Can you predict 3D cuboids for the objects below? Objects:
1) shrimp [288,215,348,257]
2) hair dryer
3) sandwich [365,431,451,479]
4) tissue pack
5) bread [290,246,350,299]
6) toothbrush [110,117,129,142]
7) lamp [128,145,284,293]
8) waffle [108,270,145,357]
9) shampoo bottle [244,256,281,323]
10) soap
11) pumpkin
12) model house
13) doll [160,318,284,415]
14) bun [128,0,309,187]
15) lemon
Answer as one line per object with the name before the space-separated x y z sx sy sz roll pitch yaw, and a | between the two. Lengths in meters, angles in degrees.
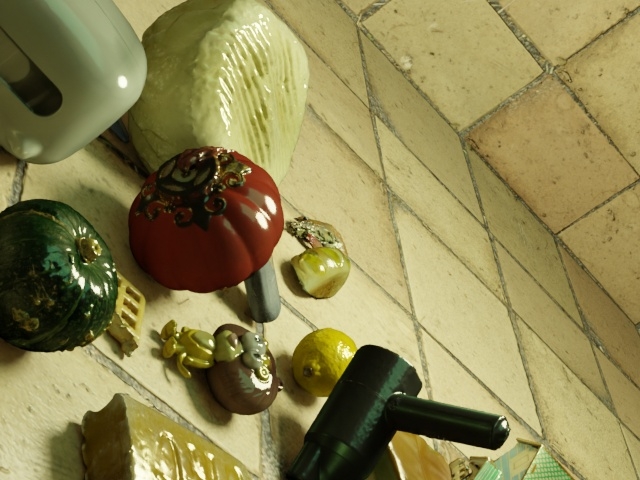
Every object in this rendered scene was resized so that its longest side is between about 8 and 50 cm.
shrimp | 0.000 0.000 2.554 0.190 0.042 0.101 31 38 -51
hair dryer | 0.117 0.286 1.951 0.116 0.302 0.244 54 55 -36
sandwich | 0.138 0.398 2.130 0.220 0.108 0.186 33 29 -49
tissue pack | -0.394 -0.265 1.792 0.333 0.229 0.236 48 19 -18
bread | 0.004 0.050 2.412 0.157 0.094 0.083 -3 64 -58
toothbrush | -0.406 -0.326 2.154 0.413 0.042 0.035 59 20 6
lamp | -0.165 -0.032 1.953 0.227 0.227 0.227 46 22 -24
waffle | -0.305 0.055 1.786 0.191 0.032 0.125 43 25 -26
shampoo bottle | -0.102 0.012 2.122 0.087 0.049 0.234 -83 166 -61
soap | -0.164 0.300 1.631 0.257 0.080 0.160 37 27 -40
pumpkin | -0.317 0.043 1.599 0.190 0.146 0.190 27 56 -49
model house | 0.330 0.437 2.359 0.178 0.206 0.271 50 21 -14
doll | -0.130 0.173 1.907 0.188 0.096 0.145 13 37 -48
bun | -0.173 -0.227 2.188 0.352 0.227 0.349 -54 144 -43
lemon | 0.009 0.192 2.163 0.109 0.109 0.133 59 26 12
